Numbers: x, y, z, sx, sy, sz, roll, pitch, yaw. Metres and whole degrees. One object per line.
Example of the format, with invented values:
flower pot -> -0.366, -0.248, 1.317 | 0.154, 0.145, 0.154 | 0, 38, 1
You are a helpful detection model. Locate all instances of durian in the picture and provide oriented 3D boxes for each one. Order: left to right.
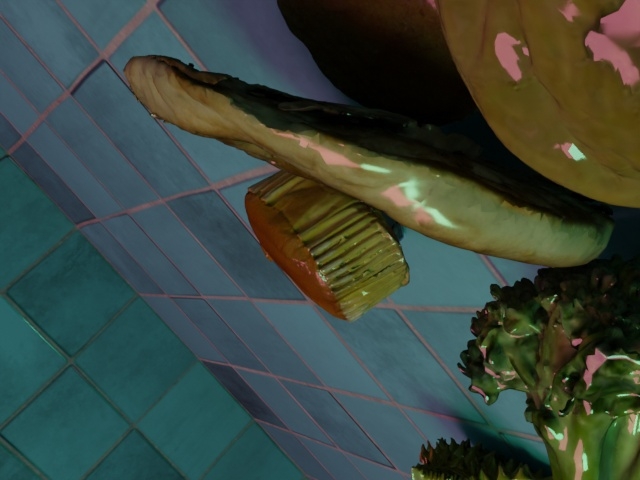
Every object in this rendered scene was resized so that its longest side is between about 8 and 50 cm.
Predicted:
durian -> 0.253, 0.380, 1.182 | 0.305, 0.185, 0.195 | 37, -176, -2

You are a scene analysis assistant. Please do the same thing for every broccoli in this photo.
broccoli -> 0.252, 0.138, 0.611 | 0.248, 0.245, 0.288 | 12, -168, -20

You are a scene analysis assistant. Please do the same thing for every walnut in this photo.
walnut -> 0.165, -0.123, 0.367 | 0.228, 0.228, 0.228 | 36, 156, 18

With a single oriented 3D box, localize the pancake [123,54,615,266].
pancake -> 0.030, -0.066, 0.635 | 0.382, 0.071, 0.382 | 19, -174, -2

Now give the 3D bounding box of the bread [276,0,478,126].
bread -> 0.056, -0.172, 0.589 | 0.199, 0.104, 0.199 | 36, 158, 17

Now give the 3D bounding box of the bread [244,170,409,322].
bread -> 0.000, 0.000, 0.847 | 0.190, 0.114, 0.132 | 50, 171, 45

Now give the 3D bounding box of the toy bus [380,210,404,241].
toy bus -> 0.050, -0.047, 0.888 | 0.061, 0.051, 0.153 | 31, 155, 41
